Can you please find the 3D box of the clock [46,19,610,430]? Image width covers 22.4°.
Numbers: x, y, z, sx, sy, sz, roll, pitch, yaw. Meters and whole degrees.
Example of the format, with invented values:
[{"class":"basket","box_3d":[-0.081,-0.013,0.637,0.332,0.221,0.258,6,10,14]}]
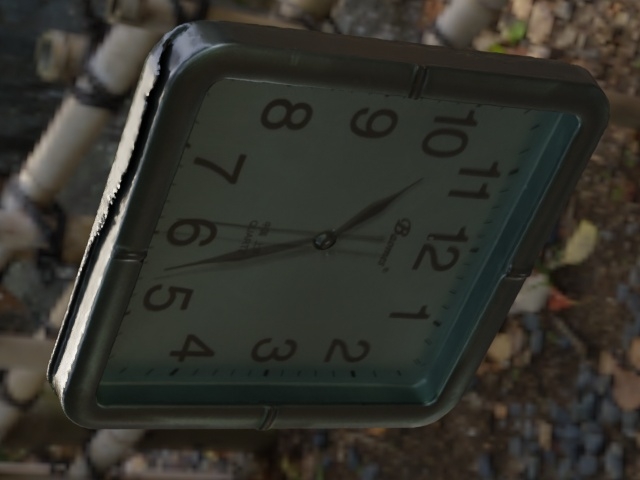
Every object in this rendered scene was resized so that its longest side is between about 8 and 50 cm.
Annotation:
[{"class":"clock","box_3d":[0.000,0.000,0.929,0.273,0.279,0.049,-66,35,33]}]
